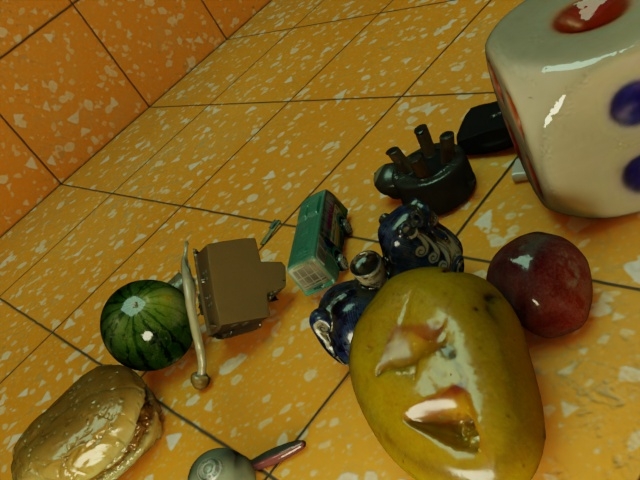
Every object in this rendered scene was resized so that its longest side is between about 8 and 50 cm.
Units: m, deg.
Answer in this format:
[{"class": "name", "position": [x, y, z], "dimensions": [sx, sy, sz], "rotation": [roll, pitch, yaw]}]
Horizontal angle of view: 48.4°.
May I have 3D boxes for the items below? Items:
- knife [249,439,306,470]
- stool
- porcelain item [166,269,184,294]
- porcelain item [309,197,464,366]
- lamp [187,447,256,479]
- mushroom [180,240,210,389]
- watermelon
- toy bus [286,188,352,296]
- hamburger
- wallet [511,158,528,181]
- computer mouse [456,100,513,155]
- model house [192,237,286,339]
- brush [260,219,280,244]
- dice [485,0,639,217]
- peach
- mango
[{"class": "knife", "position": [-0.131, 0.366, 1.150], "dimensions": [0.247, 0.018, 0.035], "rotation": [-25, 35, 17]}, {"class": "stool", "position": [0.197, -0.135, 1.427], "dimensions": [0.228, 0.139, 0.153], "rotation": [-12, 35, 27]}, {"class": "porcelain item", "position": [-0.390, 0.162, 1.646], "dimensions": [0.213, 0.054, 0.084], "rotation": [-41, 30, -10]}, {"class": "porcelain item", "position": [0.107, 0.074, 1.164], "dimensions": [0.288, 0.186, 0.138], "rotation": [-39, 36, -2]}, {"class": "lamp", "position": [-0.150, 0.368, 1.082], "dimensions": [0.105, 0.105, 0.105], "rotation": [-24, 32, 16]}, {"class": "mushroom", "position": [-0.251, 0.137, 1.394], "dimensions": [0.068, 0.043, 0.306], "rotation": [-33, 62, 54]}, {"class": "watermelon", "position": [-0.349, 0.179, 1.459], "dimensions": [0.188, 0.215, 0.188], "rotation": [-3, 57, 5]}, {"class": "toy bus", "position": [0.000, 0.000, 1.460], "dimensions": [0.091, 0.109, 0.262], "rotation": [-27, 30, 23]}, {"class": "hamburger", "position": [-0.442, 0.361, 1.332], "dimensions": [0.283, 0.144, 0.259], "rotation": [-46, 32, -16]}, {"class": "wallet", "position": [0.422, -0.142, 1.335], "dimensions": [0.122, 0.025, 0.061], "rotation": [-8, 42, 37]}, {"class": "computer mouse", "position": [0.375, -0.237, 1.464], "dimensions": [0.217, 0.073, 0.122], "rotation": [-8, 45, 50]}, {"class": "model house", "position": [-0.189, 0.111, 1.472], "dimensions": [0.176, 0.181, 0.248], "rotation": [-5, -15, -30]}, {"class": "brush", "position": [-0.121, -0.022, 1.690], "dimensions": [0.016, 0.013, 0.084], "rotation": [0, 46, 40]}, {"class": "dice", "position": [0.455, -0.232, 1.131], "dimensions": [0.304, 0.304, 0.277], "rotation": [-22, 39, 11]}, {"class": "peach", "position": [0.311, 0.062, 1.039], "dimensions": [0.152, 0.152, 0.152], "rotation": [-24, 32, 16]}, {"class": "mango", "position": [0.174, 0.188, 0.965], "dimensions": [0.253, 0.182, 0.365], "rotation": [-38, 41, 10]}]
